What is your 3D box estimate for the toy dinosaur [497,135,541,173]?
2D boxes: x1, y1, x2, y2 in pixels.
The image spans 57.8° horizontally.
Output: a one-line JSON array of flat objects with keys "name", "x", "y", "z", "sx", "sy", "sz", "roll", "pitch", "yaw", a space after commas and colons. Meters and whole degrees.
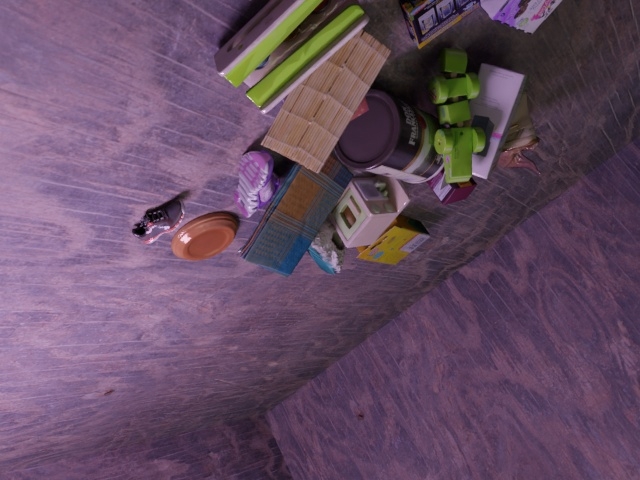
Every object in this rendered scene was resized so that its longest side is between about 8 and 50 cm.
[{"name": "toy dinosaur", "x": 0.567, "y": -0.298, "z": 1.862, "sx": 0.200, "sy": 0.296, "sz": 0.127, "roll": -46, "pitch": -179, "yaw": 34}]

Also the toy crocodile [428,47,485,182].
[{"name": "toy crocodile", "x": 0.338, "y": -0.316, "z": 1.472, "sx": 0.115, "sy": 0.340, "sz": 0.105, "roll": -11, "pitch": -168, "yaw": -13}]

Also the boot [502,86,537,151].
[{"name": "boot", "x": 0.499, "y": -0.360, "z": 1.736, "sx": 0.262, "sy": 0.203, "sz": 0.095, "roll": -8, "pitch": -172, "yaw": 33}]

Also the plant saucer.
[{"name": "plant saucer", "x": -0.324, "y": -0.003, "z": 1.649, "sx": 0.200, "sy": 0.037, "sz": 0.200, "roll": -24, "pitch": 156, "yaw": -12}]

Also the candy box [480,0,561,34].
[{"name": "candy box", "x": 0.499, "y": -0.596, "z": 1.386, "sx": 0.196, "sy": 0.070, "sz": 0.165, "roll": -4, "pitch": 145, "yaw": -43}]

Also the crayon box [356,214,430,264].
[{"name": "crayon box", "x": 0.273, "y": -0.005, "z": 2.256, "sx": 0.202, "sy": 0.081, "sz": 0.319, "roll": -41, "pitch": 154, "yaw": 22}]

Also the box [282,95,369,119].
[{"name": "box", "x": 0.010, "y": -0.323, "z": 1.341, "sx": 0.171, "sy": 0.091, "sz": 0.130, "roll": -31, "pitch": 155, "yaw": 2}]

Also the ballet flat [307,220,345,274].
[{"name": "ballet flat", "x": 0.000, "y": 0.000, "z": 1.946, "sx": 0.147, "sy": 0.147, "sz": 0.409, "roll": -32, "pitch": 159, "yaw": 3}]

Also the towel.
[{"name": "towel", "x": -0.061, "y": -0.079, "z": 1.623, "sx": 0.370, "sy": 0.040, "sz": 0.271, "roll": -58, "pitch": 151, "yaw": 0}]

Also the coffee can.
[{"name": "coffee can", "x": 0.190, "y": -0.266, "z": 1.520, "sx": 0.201, "sy": 0.201, "sz": 0.275, "roll": -44, "pitch": 153, "yaw": 27}]

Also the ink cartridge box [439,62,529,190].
[{"name": "ink cartridge box", "x": 0.453, "y": -0.297, "z": 1.603, "sx": 0.207, "sy": 0.119, "sz": 0.353, "roll": -33, "pitch": 141, "yaw": -63}]

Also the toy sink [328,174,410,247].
[{"name": "toy sink", "x": 0.145, "y": -0.109, "z": 1.829, "sx": 0.131, "sy": 0.152, "sz": 0.234, "roll": -7, "pitch": 148, "yaw": -40}]

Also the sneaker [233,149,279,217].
[{"name": "sneaker", "x": -0.151, "y": -0.157, "z": 1.492, "sx": 0.105, "sy": 0.095, "sz": 0.236, "roll": -25, "pitch": 161, "yaw": -28}]

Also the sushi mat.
[{"name": "sushi mat", "x": 0.012, "y": -0.310, "z": 1.253, "sx": 0.151, "sy": 0.019, "sz": 0.316, "roll": 27, "pitch": 103, "yaw": -20}]

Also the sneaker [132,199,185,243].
[{"name": "sneaker", "x": -0.406, "y": -0.048, "z": 1.447, "sx": 0.158, "sy": 0.061, "sz": 0.065, "roll": -38, "pitch": 148, "yaw": 16}]

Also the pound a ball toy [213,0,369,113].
[{"name": "pound a ball toy", "x": -0.068, "y": -0.422, "z": 1.060, "sx": 0.319, "sy": 0.135, "sz": 0.208, "roll": -39, "pitch": 129, "yaw": 18}]

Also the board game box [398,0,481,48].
[{"name": "board game box", "x": 0.268, "y": -0.528, "z": 1.289, "sx": 0.170, "sy": 0.048, "sz": 0.141, "roll": -34, "pitch": 157, "yaw": 7}]

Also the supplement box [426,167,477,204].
[{"name": "supplement box", "x": 0.397, "y": -0.215, "z": 1.860, "sx": 0.104, "sy": 0.188, "sz": 0.080, "roll": -15, "pitch": 151, "yaw": -31}]
